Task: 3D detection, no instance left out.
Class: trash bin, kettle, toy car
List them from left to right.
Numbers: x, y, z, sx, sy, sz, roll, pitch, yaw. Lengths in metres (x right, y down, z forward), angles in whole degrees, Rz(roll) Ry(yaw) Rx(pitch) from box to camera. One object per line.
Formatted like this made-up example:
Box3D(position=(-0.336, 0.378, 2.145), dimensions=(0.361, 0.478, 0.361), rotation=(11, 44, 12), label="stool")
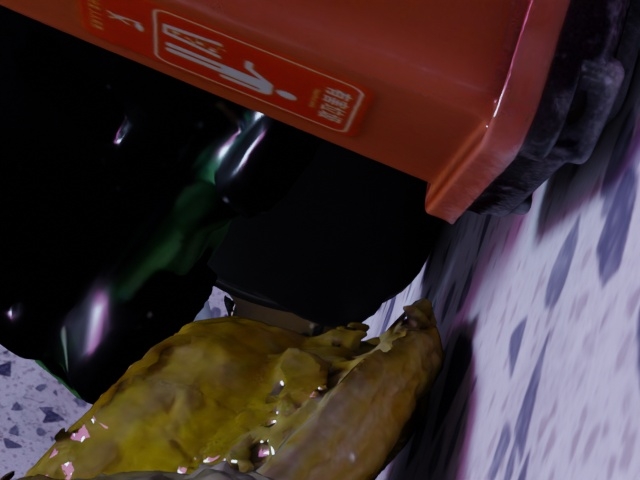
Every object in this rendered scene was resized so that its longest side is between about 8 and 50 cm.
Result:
Box3D(position=(-0.117, -0.064, 0.812), dimensions=(0.359, 0.213, 0.176), rotation=(-49, 4, 40), label="toy car")
Box3D(position=(-0.008, -0.144, 0.937), dimensions=(0.203, 0.262, 0.308), rotation=(-23, -39, -43), label="kettle")
Box3D(position=(0.000, -0.130, 0.588), dimensions=(0.161, 0.238, 0.184), rotation=(118, 171, -79), label="trash bin")

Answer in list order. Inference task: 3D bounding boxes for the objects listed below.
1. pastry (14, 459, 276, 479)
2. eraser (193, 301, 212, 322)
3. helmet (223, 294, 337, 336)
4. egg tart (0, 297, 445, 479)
Box3D(position=(-0.069, 0.201, 0.435), dimensions=(0.329, 0.136, 0.330), rotation=(6, -90, -89), label="pastry")
Box3D(position=(-0.120, 0.166, 1.375), dimensions=(0.189, 0.104, 0.290), rotation=(128, 129, -63), label="eraser")
Box3D(position=(-0.028, 0.039, 1.493), dimensions=(0.198, 0.130, 0.224), rotation=(-81, -3, -46), label="helmet")
Box3D(position=(-0.067, 0.123, 0.736), dimensions=(0.295, 0.116, 0.295), rotation=(-46, -8, -9), label="egg tart")
